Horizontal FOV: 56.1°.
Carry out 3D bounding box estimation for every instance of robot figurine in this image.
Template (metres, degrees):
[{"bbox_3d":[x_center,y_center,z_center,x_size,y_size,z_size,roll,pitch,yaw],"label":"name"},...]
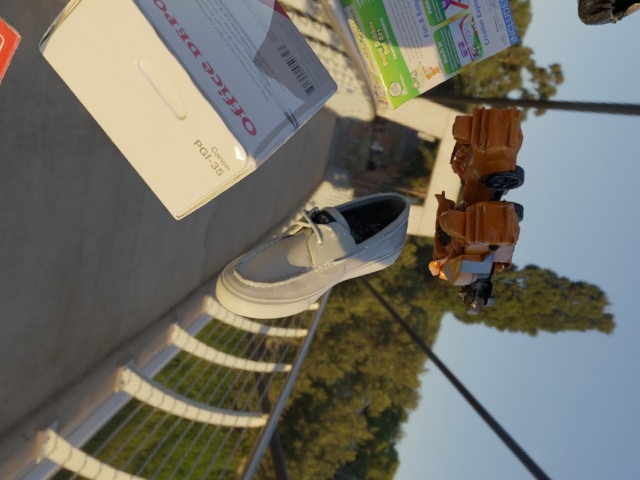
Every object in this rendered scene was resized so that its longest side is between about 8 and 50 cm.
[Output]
[{"bbox_3d":[0.180,-0.030,0.714,0.291,0.084,0.211,69,27,-73],"label":"robot figurine"}]

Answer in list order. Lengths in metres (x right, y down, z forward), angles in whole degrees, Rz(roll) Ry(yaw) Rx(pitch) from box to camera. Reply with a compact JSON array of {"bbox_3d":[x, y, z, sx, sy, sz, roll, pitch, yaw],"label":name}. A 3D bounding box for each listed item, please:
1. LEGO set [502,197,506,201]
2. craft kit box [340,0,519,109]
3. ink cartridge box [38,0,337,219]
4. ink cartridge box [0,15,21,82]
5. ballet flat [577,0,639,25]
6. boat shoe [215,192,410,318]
[{"bbox_3d":[0.268,-0.059,0.999,0.054,0.083,0.024,-33,98,-52],"label":"LEGO set"},{"bbox_3d":[0.163,-0.370,0.928,0.250,0.246,0.061,65,-11,-25],"label":"craft kit box"},{"bbox_3d":[-0.116,-0.182,0.640,0.117,0.207,0.283,-29,-165,30],"label":"ink cartridge box"},{"bbox_3d":[-0.408,-0.140,0.489,0.296,0.261,0.066,-47,176,28],"label":"ink cartridge box"},{"bbox_3d":[0.418,-0.324,0.687,0.084,0.249,0.058,42,40,-30],"label":"ballet flat"},{"bbox_3d":[0.001,0.000,0.573,0.227,0.079,0.081,-20,138,-39],"label":"boat shoe"}]
